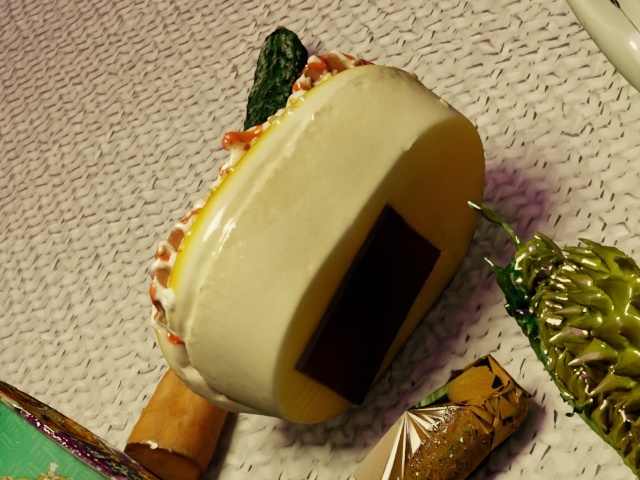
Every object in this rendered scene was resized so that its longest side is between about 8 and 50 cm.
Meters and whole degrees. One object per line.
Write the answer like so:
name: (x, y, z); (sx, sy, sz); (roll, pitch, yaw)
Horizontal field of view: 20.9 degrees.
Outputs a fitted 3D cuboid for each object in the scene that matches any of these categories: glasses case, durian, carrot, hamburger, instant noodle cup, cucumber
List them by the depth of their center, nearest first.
durian: (0.197, 0.073, 1.111); (0.106, 0.132, 0.375); (-48, 36, 16)
carrot: (0.052, 0.174, 1.212); (0.228, 0.069, 0.069); (-44, 32, -1)
instant noodle cup: (-0.192, 0.240, 1.246); (0.190, 0.251, 0.251); (-57, 34, -6)
hamburger: (0.000, 0.000, 1.326); (0.151, 0.227, 0.295); (23, 68, 33)
glasses case: (0.241, -0.180, 1.389); (0.059, 0.092, 0.233); (-35, 34, 8)
carrot: (-0.093, 0.112, 1.441); (0.072, 0.072, 0.205); (-12, 39, 39)
cucumber: (-0.041, -0.107, 1.636); (0.067, 0.067, 0.293); (-26, 35, 25)
